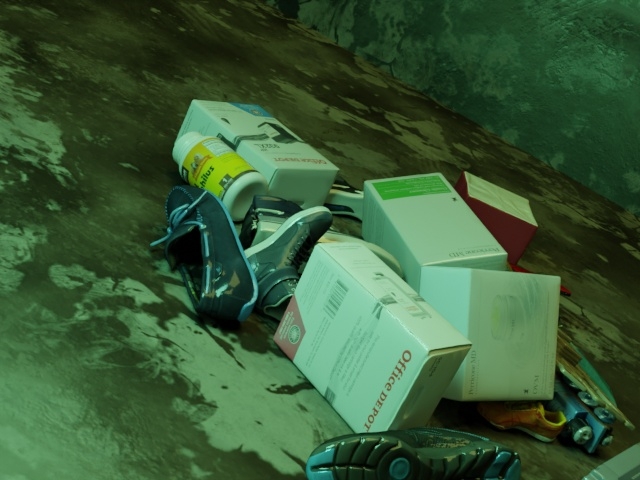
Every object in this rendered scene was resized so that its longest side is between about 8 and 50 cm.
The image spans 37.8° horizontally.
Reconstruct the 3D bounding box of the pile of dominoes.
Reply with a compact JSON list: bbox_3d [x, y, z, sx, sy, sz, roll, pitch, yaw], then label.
[{"bbox_3d":[0.484,0.232,1.763,0.196,0.040,0.251,37,10,-25],"label":"pile of dominoes"}]

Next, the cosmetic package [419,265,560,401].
[{"bbox_3d":[0.296,0.164,1.654,0.225,0.224,0.138,5,-3,-32],"label":"cosmetic package"}]

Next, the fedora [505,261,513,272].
[{"bbox_3d":[0.364,0.086,2.087,0.079,0.194,0.194,-24,43,-15],"label":"fedora"}]

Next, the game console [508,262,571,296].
[{"bbox_3d":[0.481,0.117,2.150,0.144,0.085,0.124,21,10,-11],"label":"game console"}]

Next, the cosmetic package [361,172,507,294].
[{"bbox_3d":[0.233,0.009,2.004,0.197,0.155,0.365,-8,32,-15],"label":"cosmetic package"}]

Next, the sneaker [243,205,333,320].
[{"bbox_3d":[-0.039,0.046,1.681,0.163,0.226,0.086,45,-14,39],"label":"sneaker"}]

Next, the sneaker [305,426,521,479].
[{"bbox_3d":[0.119,0.333,1.347,0.341,0.125,0.140,10,1,-28],"label":"sneaker"}]

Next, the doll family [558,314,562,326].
[{"bbox_3d":[0.481,0.184,2.041,0.076,0.111,0.193,-8,16,27],"label":"doll family"}]

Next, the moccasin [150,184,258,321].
[{"bbox_3d":[-0.216,0.003,1.638,0.117,0.137,0.342,4,30,-33],"label":"moccasin"}]

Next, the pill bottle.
[{"bbox_3d":[-0.217,-0.142,1.968,0.215,0.117,0.117,40,26,31],"label":"pill bottle"}]

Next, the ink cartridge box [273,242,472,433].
[{"bbox_3d":[0.075,0.165,1.499,0.117,0.207,0.283,-2,36,-45],"label":"ink cartridge box"}]

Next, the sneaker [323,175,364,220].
[{"bbox_3d":[0.087,-0.104,2.252,0.217,0.079,0.121,15,26,-21],"label":"sneaker"}]

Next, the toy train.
[{"bbox_3d":[0.468,0.319,1.752,0.105,0.080,0.184,3,31,-29],"label":"toy train"}]

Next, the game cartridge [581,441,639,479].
[{"bbox_3d":[0.592,0.450,1.627,0.297,0.062,0.198,-4,41,-50],"label":"game cartridge"}]

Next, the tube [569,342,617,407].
[{"bbox_3d":[0.544,0.267,1.938,0.207,0.052,0.080,42,26,-11],"label":"tube"}]

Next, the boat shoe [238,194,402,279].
[{"bbox_3d":[0.000,0.000,1.872,0.340,0.127,0.158,18,31,-17],"label":"boat shoe"}]

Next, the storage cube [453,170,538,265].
[{"bbox_3d":[0.385,-0.024,2.247,0.215,0.193,0.183,25,23,-5],"label":"storage cube"}]

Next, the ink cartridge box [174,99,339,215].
[{"bbox_3d":[-0.145,-0.189,2.129,0.307,0.129,0.223,40,26,31],"label":"ink cartridge box"}]

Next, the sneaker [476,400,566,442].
[{"bbox_3d":[0.358,0.307,1.670,0.175,0.067,0.064,15,27,-20],"label":"sneaker"}]
